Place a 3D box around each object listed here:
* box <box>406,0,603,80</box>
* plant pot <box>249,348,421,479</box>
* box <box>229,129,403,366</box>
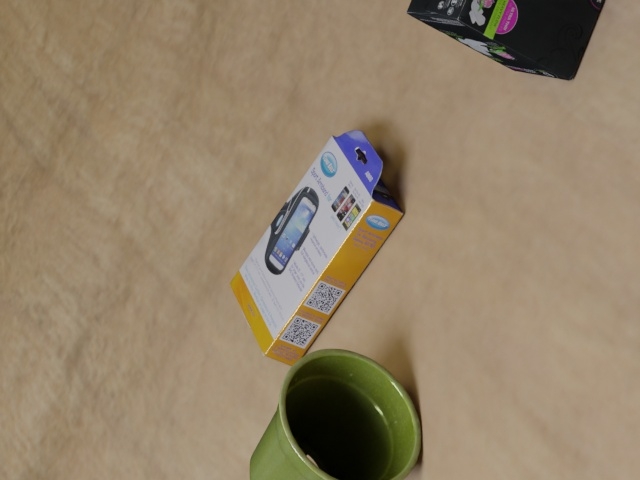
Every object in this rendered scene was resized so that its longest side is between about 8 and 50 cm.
[{"bbox_3d":[0.101,-0.130,0.914,0.052,0.083,0.062,21,88,58],"label":"box"},{"bbox_3d":[0.000,0.114,0.928,0.079,0.083,0.083,129,147,-47],"label":"plant pot"},{"bbox_3d":[0.000,0.000,1.040,0.136,0.028,0.081,-53,34,17],"label":"box"}]
